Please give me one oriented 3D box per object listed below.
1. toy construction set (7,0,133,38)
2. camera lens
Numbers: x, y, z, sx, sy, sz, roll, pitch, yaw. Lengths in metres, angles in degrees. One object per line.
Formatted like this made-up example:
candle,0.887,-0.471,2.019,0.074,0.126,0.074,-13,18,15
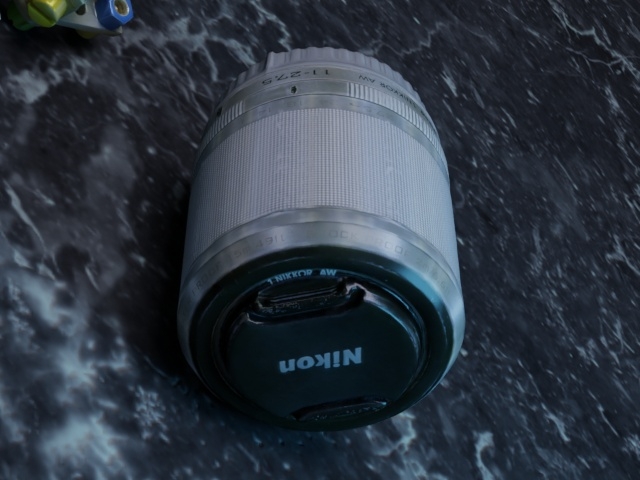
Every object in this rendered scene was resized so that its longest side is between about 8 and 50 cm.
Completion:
toy construction set,-0.276,-0.237,1.136,0.215,0.151,0.327,67,23,-10
camera lens,0.000,0.000,1.144,0.219,0.219,0.274,31,34,-25
